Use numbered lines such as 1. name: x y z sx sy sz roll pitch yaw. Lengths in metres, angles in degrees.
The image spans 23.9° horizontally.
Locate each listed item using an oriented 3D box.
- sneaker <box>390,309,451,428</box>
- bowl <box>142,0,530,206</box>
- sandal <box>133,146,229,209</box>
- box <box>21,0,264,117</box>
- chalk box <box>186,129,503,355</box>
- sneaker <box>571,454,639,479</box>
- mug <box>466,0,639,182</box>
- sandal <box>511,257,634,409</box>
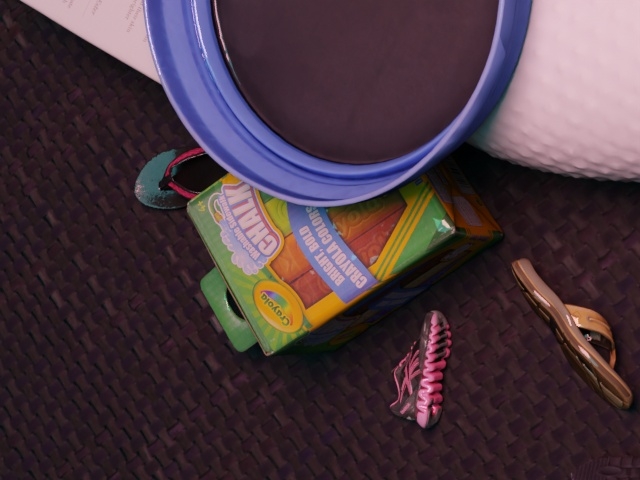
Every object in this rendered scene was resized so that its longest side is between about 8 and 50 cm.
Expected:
1. sneaker: 0.098 0.128 1.538 0.057 0.047 0.119 9 90 32
2. bowl: 0.010 -0.227 1.329 0.391 0.077 0.391 7 101 36
3. sandal: -0.123 -0.072 1.627 0.179 0.040 0.067 -6 86 20
4. box: -0.123 -0.268 1.568 0.345 0.168 0.215 32 99 20
5. chalk box: 0.000 0.000 1.504 0.289 0.179 0.180 -35 76 16
6. sneaker: 0.391 0.283 1.398 0.319 0.112 0.131 5 107 24
7. mug: 0.278 -0.228 1.384 0.328 0.276 0.374 -1 57 32
8. sandal: 0.252 0.084 1.472 0.049 0.072 0.180 -33 72 -5
